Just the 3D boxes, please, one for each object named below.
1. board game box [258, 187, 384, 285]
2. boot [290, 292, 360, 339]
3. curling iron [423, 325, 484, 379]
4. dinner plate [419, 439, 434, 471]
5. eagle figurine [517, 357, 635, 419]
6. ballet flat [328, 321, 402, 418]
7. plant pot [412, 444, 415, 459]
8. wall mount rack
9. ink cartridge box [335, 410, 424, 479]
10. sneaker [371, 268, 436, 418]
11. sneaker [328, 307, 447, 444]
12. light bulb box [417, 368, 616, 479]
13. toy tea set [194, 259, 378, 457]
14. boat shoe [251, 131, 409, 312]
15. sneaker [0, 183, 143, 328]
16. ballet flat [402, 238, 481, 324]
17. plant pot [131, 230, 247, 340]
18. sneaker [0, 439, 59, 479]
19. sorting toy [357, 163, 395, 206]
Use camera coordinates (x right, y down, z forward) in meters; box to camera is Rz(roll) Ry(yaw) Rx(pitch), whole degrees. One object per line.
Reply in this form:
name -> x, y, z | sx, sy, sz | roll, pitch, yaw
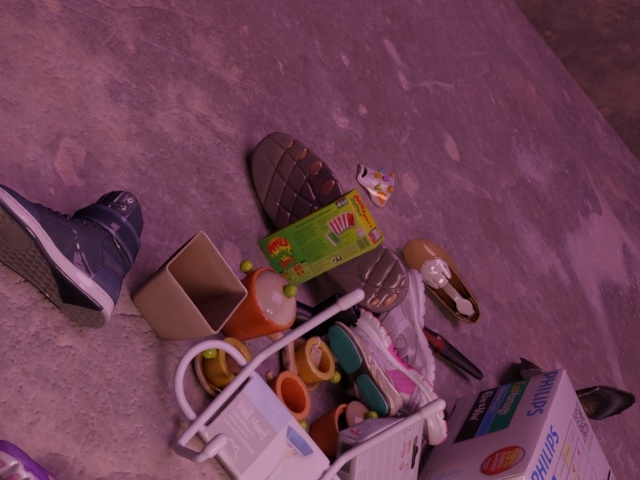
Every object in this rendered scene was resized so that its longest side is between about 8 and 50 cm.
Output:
board game box -> 0.000, 0.000, 1.519 | 0.092, 0.181, 0.043 | 60, 30, -6
boot -> -0.004, 0.109, 1.509 | 0.121, 0.099, 0.045 | 39, 36, -34
curling iron -> 0.223, 0.209, 1.841 | 0.274, 0.035, 0.068 | 35, 45, -38
dinner plate -> 0.209, 0.411, 1.679 | 0.141, 0.017, 0.141 | 35, 41, -38
eagle figurine -> 0.494, 0.341, 2.012 | 0.226, 0.225, 0.298 | 54, 41, 5
ballet flat -> 0.070, 0.197, 1.490 | 0.052, 0.057, 0.168 | -19, 76, -47
plant pot -> 0.115, 0.336, 1.547 | 0.079, 0.083, 0.083 | 30, 42, -62
wall mount rack -> -0.014, 0.242, 1.268 | 0.304, 0.130, 0.350 | -46, 111, -27
ink cartridge box -> 0.087, 0.330, 1.441 | 0.179, 0.045, 0.145 | -14, 113, -53
sneaker -> 0.123, 0.184, 1.681 | 0.115, 0.105, 0.281 | 3, 63, -18
sneaker -> 0.102, 0.235, 1.557 | 0.252, 0.111, 0.103 | 50, -9, 9
light bulb box -> 0.352, 0.469, 1.622 | 0.361, 0.225, 0.358 | 63, 30, -8
toy tea set -> -0.026, 0.178, 1.398 | 0.336, 0.124, 0.200 | 40, 38, -34
boat shoe -> 0.008, -0.024, 1.628 | 0.355, 0.132, 0.130 | 53, 0, 3
sneaker -> -0.305, -0.025, 1.155 | 0.226, 0.086, 0.163 | 53, 41, -34
ballet flat -> 0.252, 0.083, 1.927 | 0.232, 0.080, 0.073 | 44, 9, -29
plant pot -> -0.180, 0.071, 1.275 | 0.109, 0.096, 0.109 | 55, 32, -12
sneaker -> -0.268, 0.283, 0.994 | 0.236, 0.095, 0.104 | 55, 24, -23
sorting toy -> 0.106, -0.121, 1.923 | 0.075, 0.045, 0.083 | 27, 42, -17
